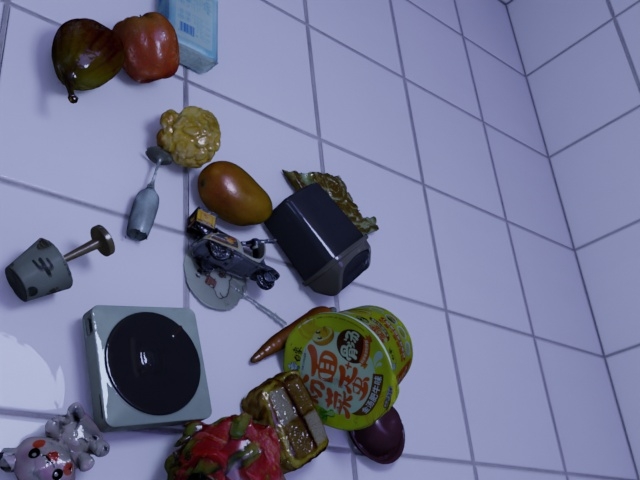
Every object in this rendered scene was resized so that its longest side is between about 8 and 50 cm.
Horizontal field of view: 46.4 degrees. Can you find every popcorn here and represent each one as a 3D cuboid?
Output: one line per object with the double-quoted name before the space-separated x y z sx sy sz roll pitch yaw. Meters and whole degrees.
"popcorn" -0.338 -0.271 1.926 0.180 0.170 0.180 15 71 -52

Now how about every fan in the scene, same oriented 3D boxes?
"fan" -0.213 0.129 1.905 0.329 0.009 0.191 36 42 -21

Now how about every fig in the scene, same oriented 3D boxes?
"fig" -0.569 -0.413 1.779 0.170 0.145 0.274 27 41 -23

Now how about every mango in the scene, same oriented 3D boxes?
"mango" -0.224 -0.115 1.963 0.221 0.120 0.151 41 48 -19

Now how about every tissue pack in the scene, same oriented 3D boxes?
"tissue pack" -0.386 -0.624 2.153 0.177 0.089 0.263 21 50 -37

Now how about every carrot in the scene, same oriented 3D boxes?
"carrot" -0.068 0.242 1.950 0.336 0.069 0.069 -25 84 -44

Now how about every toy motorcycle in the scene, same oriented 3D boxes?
"toy motorcycle" -0.215 0.029 1.899 0.263 0.091 0.157 26 42 -27

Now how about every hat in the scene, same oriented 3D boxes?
"hat" 0.160 0.493 1.990 0.205 0.089 0.205 24 50 -32

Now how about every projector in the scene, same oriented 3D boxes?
"projector" -0.372 0.272 1.600 0.259 0.079 0.257 7 62 -43

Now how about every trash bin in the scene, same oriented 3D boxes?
"trash bin" 0.000 0.000 2.077 0.290 0.182 0.209 52 42 1

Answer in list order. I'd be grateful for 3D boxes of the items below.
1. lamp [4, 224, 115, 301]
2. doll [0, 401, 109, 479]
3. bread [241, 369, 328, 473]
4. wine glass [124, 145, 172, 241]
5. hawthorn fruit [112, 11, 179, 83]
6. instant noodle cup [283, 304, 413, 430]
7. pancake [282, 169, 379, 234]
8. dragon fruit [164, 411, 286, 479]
"lamp" -0.535 0.040 1.546 0.214 0.121 0.121 -32 90 -37
"doll" -0.492 0.398 1.390 0.149 0.095 0.192 50 42 0
"bread" -0.084 0.432 1.781 0.181 0.096 0.222 -13 75 -51
"wine glass" -0.418 -0.109 1.809 0.074 0.074 0.262 30 49 -29
"hawthorn fruit" -0.450 -0.500 1.943 0.189 0.189 0.189 25 50 -33
"instant noodle cup" 0.092 0.303 1.902 0.221 0.311 0.311 -20 80 -59
"pancake" 0.034 -0.123 2.287 0.376 0.054 0.197 37 45 -25
"dragon fruit" -0.192 0.482 1.543 0.231 0.237 0.303 66 25 -23
